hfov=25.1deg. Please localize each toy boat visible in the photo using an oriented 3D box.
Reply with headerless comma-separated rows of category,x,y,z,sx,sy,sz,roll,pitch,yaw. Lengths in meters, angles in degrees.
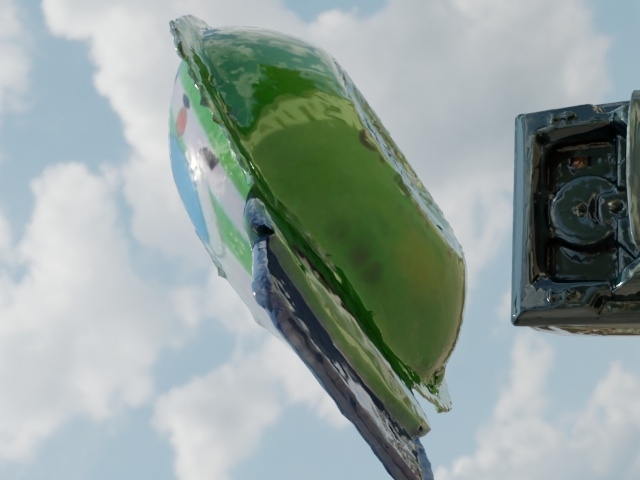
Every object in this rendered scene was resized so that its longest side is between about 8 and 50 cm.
toy boat,0.111,-0.009,0.311,0.060,0.141,0.055,42,-132,-60

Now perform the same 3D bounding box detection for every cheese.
cheese,0.000,0.000,0.573,0.083,0.204,0.320,-33,16,9
